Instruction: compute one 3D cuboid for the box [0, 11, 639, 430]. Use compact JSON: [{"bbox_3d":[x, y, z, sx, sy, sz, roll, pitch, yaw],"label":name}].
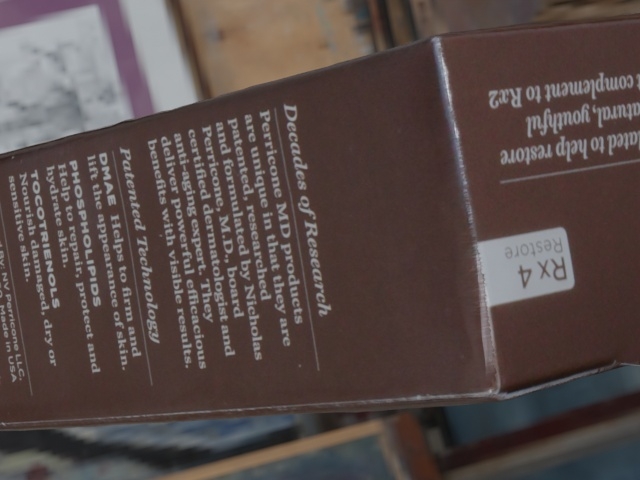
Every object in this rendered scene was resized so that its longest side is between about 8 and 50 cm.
[{"bbox_3d":[0.000,0.000,0.857,0.381,0.191,0.143,-7,92,49],"label":"box"}]
